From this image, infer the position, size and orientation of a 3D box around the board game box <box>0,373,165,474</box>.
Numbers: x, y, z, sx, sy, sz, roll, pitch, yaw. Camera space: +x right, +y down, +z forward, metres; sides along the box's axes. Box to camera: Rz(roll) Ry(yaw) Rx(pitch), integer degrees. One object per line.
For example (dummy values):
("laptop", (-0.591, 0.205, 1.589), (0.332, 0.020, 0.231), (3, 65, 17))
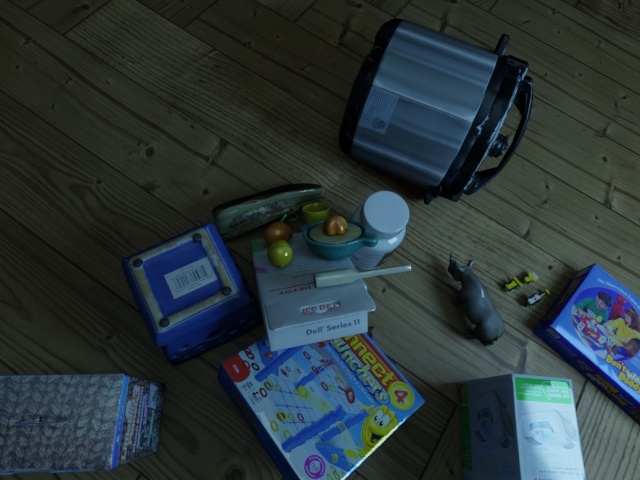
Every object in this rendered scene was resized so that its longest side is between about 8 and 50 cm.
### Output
("board game box", (-0.442, 0.329, 0.772), (0.232, 0.291, 0.140), (1, 68, -6))

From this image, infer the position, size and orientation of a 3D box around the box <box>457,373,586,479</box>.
("box", (0.391, 0.402, 0.851), (0.127, 0.262, 0.230), (6, 68, -3))

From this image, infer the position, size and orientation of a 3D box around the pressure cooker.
("pressure cooker", (0.295, -0.311, 1.073), (0.421, 0.369, 0.375), (23, 71, 7))

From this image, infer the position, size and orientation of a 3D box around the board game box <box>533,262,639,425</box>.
("board game box", (0.748, 0.260, 1.046), (0.347, 0.078, 0.233), (44, 70, 11))

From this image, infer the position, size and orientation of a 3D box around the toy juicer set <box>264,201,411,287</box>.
("toy juicer set", (0.000, 0.000, 0.868), (0.210, 0.089, 0.329), (-18, 30, -27))

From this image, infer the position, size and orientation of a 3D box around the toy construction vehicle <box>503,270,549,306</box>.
("toy construction vehicle", (0.539, 0.130, 1.104), (0.098, 0.035, 0.085), (-27, 62, -19))

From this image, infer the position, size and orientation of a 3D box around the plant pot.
("plant pot", (-0.278, 0.110, 0.922), (0.236, 0.212, 0.235), (-25, 72, -15))

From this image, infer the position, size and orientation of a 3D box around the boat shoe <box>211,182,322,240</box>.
("boat shoe", (-0.129, -0.081, 1.088), (0.286, 0.104, 0.089), (-16, 108, -7))

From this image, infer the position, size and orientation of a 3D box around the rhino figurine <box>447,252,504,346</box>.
("rhino figurine", (0.375, 0.140, 1.038), (0.073, 0.106, 0.243), (-14, 71, -12))

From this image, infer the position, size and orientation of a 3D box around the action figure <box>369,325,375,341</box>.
("action figure", (0.115, 0.262, 1.004), (0.038, 0.030, 0.115), (4, 70, -9))

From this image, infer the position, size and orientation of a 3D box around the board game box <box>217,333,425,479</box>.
("board game box", (0.002, 0.310, 0.870), (0.302, 0.086, 0.308), (-27, 64, -34))

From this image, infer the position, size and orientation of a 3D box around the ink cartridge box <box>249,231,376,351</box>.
("ink cartridge box", (-0.028, 0.108, 0.893), (0.207, 0.119, 0.353), (-9, 27, -9))

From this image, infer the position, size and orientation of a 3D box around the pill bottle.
("pill bottle", (0.131, -0.022, 1.010), (0.131, 0.229, 0.131), (2, 68, -6))
